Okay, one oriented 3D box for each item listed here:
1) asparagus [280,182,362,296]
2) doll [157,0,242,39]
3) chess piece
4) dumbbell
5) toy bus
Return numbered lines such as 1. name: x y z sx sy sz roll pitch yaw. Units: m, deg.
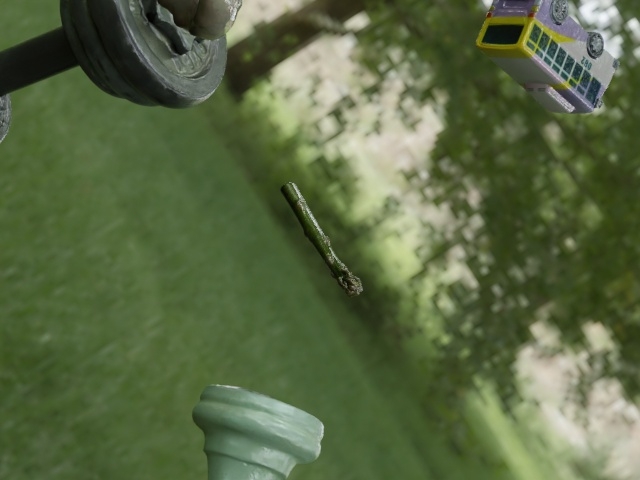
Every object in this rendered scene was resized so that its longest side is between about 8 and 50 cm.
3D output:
1. asparagus: 0.000 0.000 1.299 0.127 0.015 0.018 -123 -151 -42
2. doll: -0.069 -0.169 0.485 0.154 0.119 0.278 43 -23 18
3. chess piece: -0.043 0.129 0.861 0.067 0.103 0.067 18 -14 5
4. dumbbell: -0.161 -0.101 0.984 0.110 0.254 0.110 38 43 -48
5. toy bus: 0.161 -0.131 1.231 0.052 0.058 0.102 10 -19 47
